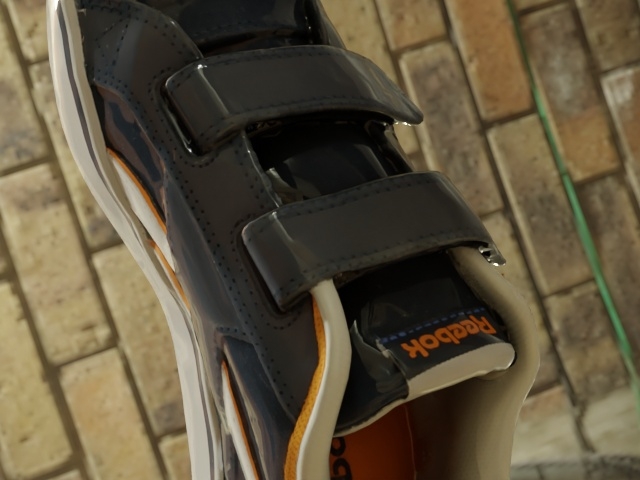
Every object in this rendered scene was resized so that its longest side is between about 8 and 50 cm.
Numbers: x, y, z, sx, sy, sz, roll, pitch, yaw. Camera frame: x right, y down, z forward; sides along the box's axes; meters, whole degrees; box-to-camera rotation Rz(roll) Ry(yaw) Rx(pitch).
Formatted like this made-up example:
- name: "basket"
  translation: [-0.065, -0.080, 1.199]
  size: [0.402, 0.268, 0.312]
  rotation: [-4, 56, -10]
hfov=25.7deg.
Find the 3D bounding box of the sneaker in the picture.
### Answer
- name: "sneaker"
  translation: [0.000, 0.000, 0.511]
  size: [0.127, 0.126, 0.321]
  rotation: [-17, 89, 54]
